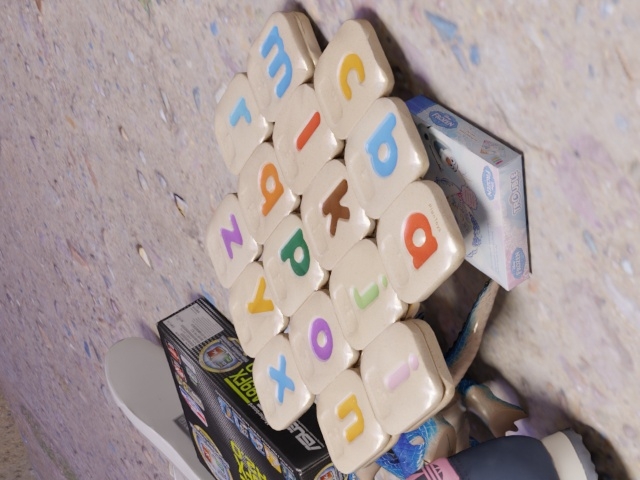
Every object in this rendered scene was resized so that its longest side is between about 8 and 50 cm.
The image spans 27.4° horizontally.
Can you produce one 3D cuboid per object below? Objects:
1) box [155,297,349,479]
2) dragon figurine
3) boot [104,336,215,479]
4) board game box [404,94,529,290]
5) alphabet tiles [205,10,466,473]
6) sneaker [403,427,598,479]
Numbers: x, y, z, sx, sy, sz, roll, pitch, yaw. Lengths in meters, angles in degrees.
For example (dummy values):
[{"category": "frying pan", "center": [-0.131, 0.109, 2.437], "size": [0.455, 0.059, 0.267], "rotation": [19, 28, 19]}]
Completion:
[{"category": "box", "center": [-0.056, 0.212, 1.323], "size": [0.270, 0.060, 0.216], "rotation": [40, 150, 42]}, {"category": "dragon figurine", "center": [0.062, 0.110, 0.902], "size": [0.144, 0.085, 0.289], "rotation": [42, 154, 37]}, {"category": "boot", "center": [-0.173, 0.239, 1.564], "size": [0.258, 0.095, 0.123], "rotation": [48, 148, 27]}, {"category": "board game box", "center": [0.084, -0.028, 0.768], "size": [0.090, 0.020, 0.090], "rotation": [40, 151, 44]}, {"category": "alphabet tiles", "center": [0.000, 0.000, 0.855], "size": [0.278, 0.021, 0.284], "rotation": [-51, 53, 52]}, {"category": "sneaker", "center": [0.109, 0.273, 0.840], "size": [0.112, 0.131, 0.319], "rotation": [-125, 30, -73]}]
